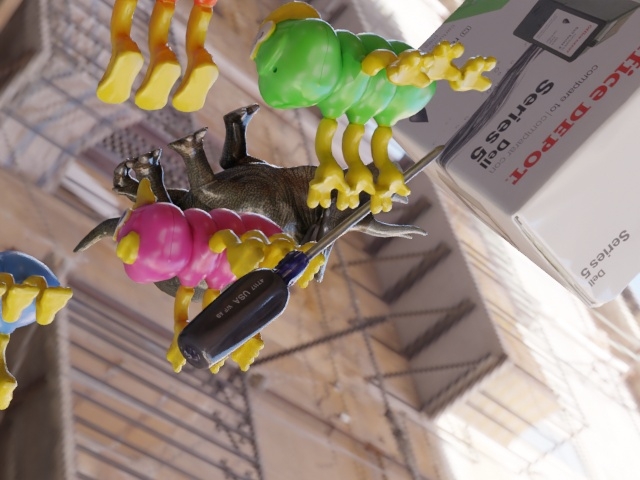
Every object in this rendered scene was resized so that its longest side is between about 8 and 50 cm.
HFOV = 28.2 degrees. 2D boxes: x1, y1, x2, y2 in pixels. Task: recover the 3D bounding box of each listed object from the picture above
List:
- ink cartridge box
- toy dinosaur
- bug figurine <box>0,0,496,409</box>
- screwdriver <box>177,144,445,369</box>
[{"bbox_3d":[0.181,-0.100,0.971,0.198,0.115,0.273,-45,-150,1],"label":"ink cartridge box"},{"bbox_3d":[-0.090,-0.009,1.042,0.313,0.160,0.121,-23,-171,23],"label":"toy dinosaur"},{"bbox_3d":[-0.067,-0.035,0.520,0.279,0.216,0.072,-51,-133,34],"label":"bug figurine"},{"bbox_3d":[0.000,0.000,0.550,0.025,0.024,0.170,8,-142,40],"label":"screwdriver"}]
